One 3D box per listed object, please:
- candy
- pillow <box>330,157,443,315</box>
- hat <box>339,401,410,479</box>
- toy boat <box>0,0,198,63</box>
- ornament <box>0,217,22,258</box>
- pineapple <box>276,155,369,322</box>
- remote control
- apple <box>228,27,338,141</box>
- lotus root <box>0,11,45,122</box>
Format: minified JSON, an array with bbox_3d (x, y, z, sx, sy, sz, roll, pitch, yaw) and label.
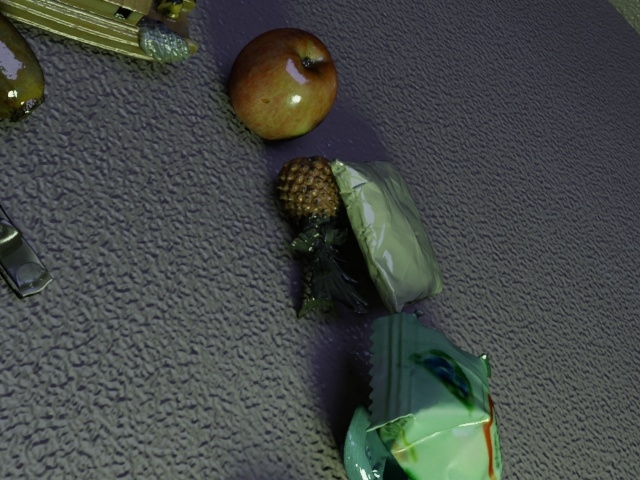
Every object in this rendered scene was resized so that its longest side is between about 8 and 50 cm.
[{"bbox_3d":[0.204,0.328,1.298,0.398,0.172,0.263,63,22,-21],"label":"candy"},{"bbox_3d":[0.131,-0.019,1.478,0.280,0.076,0.274,-11,80,-66],"label":"pillow"},{"bbox_3d":[0.079,0.341,1.309,0.191,0.078,0.138,54,37,-16],"label":"hat"},{"bbox_3d":[-0.386,-0.383,1.283,0.445,0.162,0.136,10,63,-33],"label":"toy boat"},{"bbox_3d":[-0.518,0.039,1.008,0.251,0.106,0.260,35,65,-10],"label":"ornament"},{"bbox_3d":[0.000,0.000,1.413,0.130,0.119,0.277,59,20,-68],"label":"pineapple"},{"bbox_3d":[-0.440,-0.017,1.135,0.059,0.028,0.212,-36,90,-44],"label":"remote control"},{"bbox_3d":[-0.062,-0.273,1.464,0.188,0.174,0.188,16,61,-30],"label":"apple"},{"bbox_3d":[-0.482,-0.270,1.172,0.241,0.124,0.123,43,66,-10],"label":"lotus root"}]
